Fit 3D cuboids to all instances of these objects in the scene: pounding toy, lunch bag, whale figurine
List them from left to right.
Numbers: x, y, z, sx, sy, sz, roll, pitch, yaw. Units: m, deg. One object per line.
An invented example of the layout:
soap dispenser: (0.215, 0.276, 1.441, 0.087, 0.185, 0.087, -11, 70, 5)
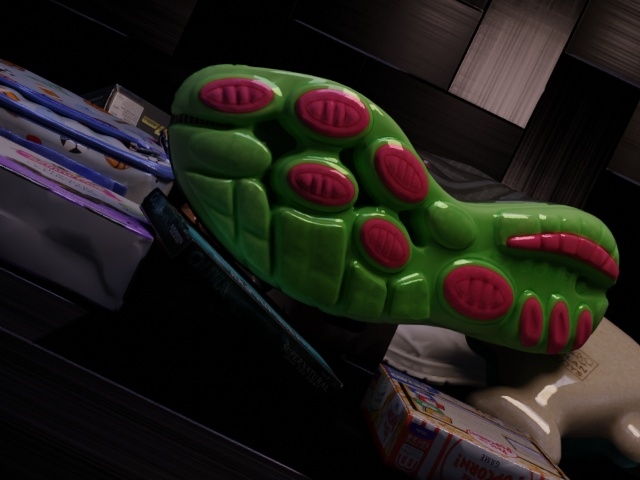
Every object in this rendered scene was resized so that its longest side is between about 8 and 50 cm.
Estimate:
lunch bag: (-0.300, -0.110, 1.767, 0.303, 0.115, 0.243, 24, 6, -12)
pounding toy: (-0.046, 0.036, 1.551, 0.181, 0.094, 0.206, 22, 3, -35)
whale figurine: (0.218, 0.162, 1.510, 0.216, 0.141, 0.272, 38, 30, 13)

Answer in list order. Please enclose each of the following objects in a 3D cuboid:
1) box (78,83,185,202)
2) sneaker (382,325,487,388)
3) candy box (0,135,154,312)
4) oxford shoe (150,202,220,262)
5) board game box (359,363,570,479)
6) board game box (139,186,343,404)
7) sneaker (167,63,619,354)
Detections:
box: (-0.253, -0.137, 2.258, 0.232, 0.059, 0.183, 32, -19, -28)
sneaker: (0.167, 0.101, 1.682, 0.297, 0.129, 0.111, 16, 10, -1)
candy box: (-0.224, -0.019, 1.281, 0.165, 0.070, 0.196, 26, 4, -8)
oxford shoe: (-0.151, -0.007, 1.687, 0.076, 0.076, 0.212, -13, -4, -4)
board game box: (0.112, 0.162, 1.215, 0.146, 0.045, 0.193, 26, 4, -6)
board game box: (-0.066, 0.043, 1.251, 0.186, 0.026, 0.126, 47, 1, -28)
sneaker: (0.050, -0.013, 1.384, 0.483, 0.185, 0.202, 25, -6, -34)
